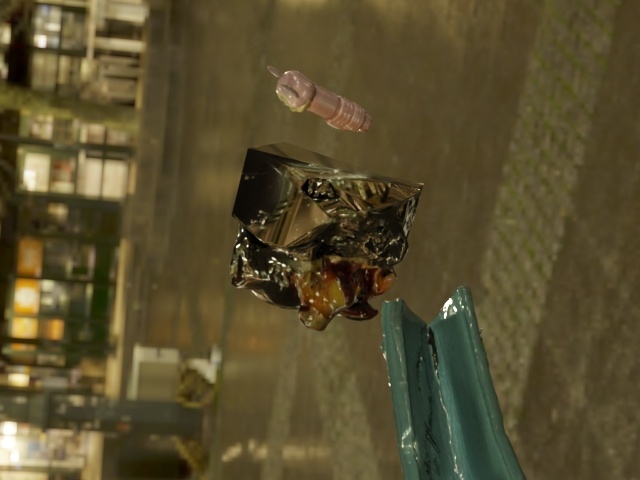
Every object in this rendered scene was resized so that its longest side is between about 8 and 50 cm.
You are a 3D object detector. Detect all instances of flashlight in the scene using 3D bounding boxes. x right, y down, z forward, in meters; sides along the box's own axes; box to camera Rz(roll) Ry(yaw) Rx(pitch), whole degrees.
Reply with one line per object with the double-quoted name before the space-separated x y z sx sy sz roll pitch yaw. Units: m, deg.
"flashlight" -0.001 -0.118 1.199 0.031 0.110 0.052 -54 40 16

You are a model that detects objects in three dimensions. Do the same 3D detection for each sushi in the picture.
"sushi" 0.000 0.000 1.724 0.227 0.215 0.213 -48 -27 -87

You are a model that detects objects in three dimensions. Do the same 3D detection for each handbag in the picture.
"handbag" 0.077 0.134 0.728 0.229 0.062 0.179 74 -174 -62
